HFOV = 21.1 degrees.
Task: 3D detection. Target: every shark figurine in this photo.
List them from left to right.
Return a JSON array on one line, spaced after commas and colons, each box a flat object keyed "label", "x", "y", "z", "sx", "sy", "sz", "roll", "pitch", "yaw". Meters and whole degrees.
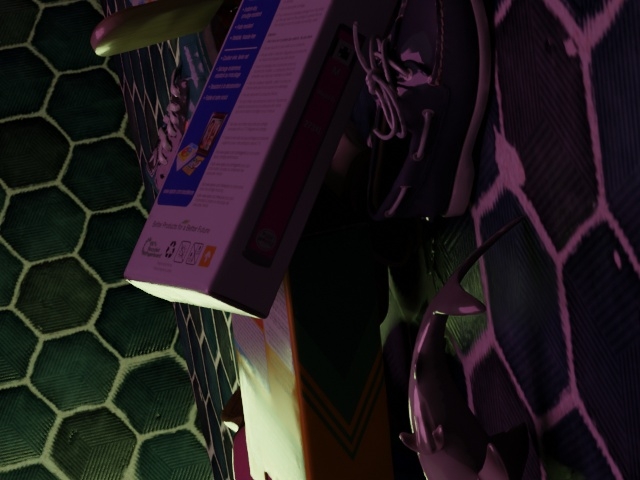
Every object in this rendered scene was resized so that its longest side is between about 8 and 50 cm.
[{"label": "shark figurine", "x": 0.119, "y": 0.132, "z": 1.241, "sx": 0.166, "sy": 0.116, "sz": 0.278, "roll": -11, "pitch": 100, "yaw": 46}]

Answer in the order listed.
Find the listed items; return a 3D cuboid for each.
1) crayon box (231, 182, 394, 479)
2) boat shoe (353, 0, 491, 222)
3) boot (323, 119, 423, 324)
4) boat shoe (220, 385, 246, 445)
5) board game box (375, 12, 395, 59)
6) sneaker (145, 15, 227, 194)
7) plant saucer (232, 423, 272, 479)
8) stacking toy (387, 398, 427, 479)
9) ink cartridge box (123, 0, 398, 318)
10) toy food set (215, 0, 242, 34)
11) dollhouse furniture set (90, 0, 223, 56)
[{"label": "crayon box", "x": -0.014, "y": 0.105, "z": 1.525, "sx": 0.203, "sy": 0.083, "sz": 0.323, "roll": -135, "pitch": 36, "yaw": -61}, {"label": "boat shoe", "x": 0.070, "y": -0.110, "z": 1.259, "sx": 0.254, "sy": 0.079, "sz": 0.095, "roll": 93, "pitch": 162, "yaw": -52}, {"label": "boot", "x": 0.041, "y": 0.004, "z": 1.545, "sx": 0.165, "sy": 0.077, "sz": 0.213, "roll": -137, "pitch": 35, "yaw": -66}, {"label": "boat shoe", "x": -0.036, "y": 0.235, "z": 2.128, "sx": 0.110, "sy": 0.122, "sz": 0.341, "roll": 42, "pitch": 178, "yaw": -11}, {"label": "board game box", "x": 0.042, "y": -0.199, "z": 1.460, "sx": 0.090, "sy": 0.020, "sz": 0.090, "roll": -128, "pitch": 29, "yaw": -64}, {"label": "sneaker", "x": -0.142, "y": -0.108, "z": 1.924, "sx": 0.108, "sy": 0.121, "sz": 0.302, "roll": -91, "pitch": -5, "yaw": -56}, {"label": "plant saucer", "x": -0.009, "y": 0.308, "z": 1.810, "sx": 0.332, "sy": 0.084, "sz": 0.332, "roll": -21, "pitch": -90, "yaw": -82}, {"label": "stacking toy", "x": 0.045, "y": 0.217, "z": 1.658, "sx": 0.330, "sy": 0.141, "sz": 0.141, "roll": -104, "pitch": 9, "yaw": -53}, {"label": "ink cartridge box", "x": -0.037, "y": -0.121, "z": 1.408, "sx": 0.175, "sy": 0.069, "sz": 0.371, "roll": 7, "pitch": 74, "yaw": 62}, {"label": "toy food set", "x": -0.107, "y": -0.251, "z": 1.985, "sx": 0.128, "sy": 0.071, "sz": 0.218, "roll": -35, "pitch": -73, "yaw": -62}, {"label": "dollhouse furniture set", "x": -0.225, "y": -0.411, "z": 1.598, "sx": 0.362, "sy": 0.256, "sz": 0.394, "roll": 62, "pitch": 145, "yaw": 12}]
